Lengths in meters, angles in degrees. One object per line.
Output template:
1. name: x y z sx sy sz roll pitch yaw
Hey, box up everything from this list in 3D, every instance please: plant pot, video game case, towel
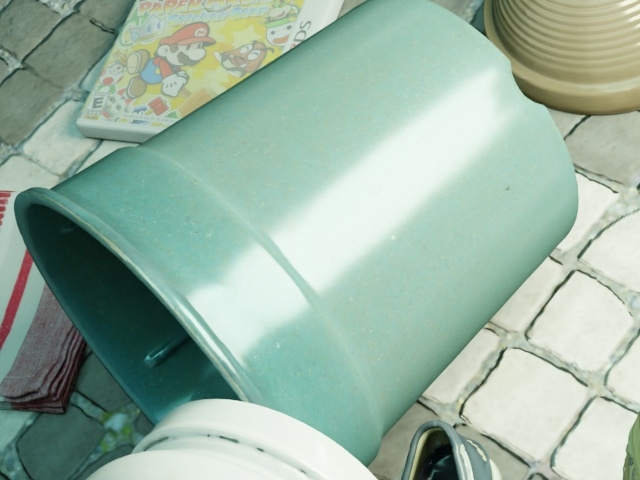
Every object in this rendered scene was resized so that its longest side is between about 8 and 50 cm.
1. plant pot: 0.257 -0.238 1.369 0.237 0.110 0.237 -9 55 14
2. plant pot: 0.000 0.000 1.182 0.334 0.341 0.341 -40 52 -18
3. video game case: -0.110 -0.182 1.522 0.227 0.026 0.206 7 60 25
4. towel: -0.357 0.048 1.453 0.329 0.037 0.237 0 56 21

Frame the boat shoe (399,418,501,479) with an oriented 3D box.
1. boat shoe: 0.081 0.254 1.106 0.095 0.079 0.254 -5 54 33

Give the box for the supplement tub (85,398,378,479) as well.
1. supplement tub: -0.097 0.279 0.924 0.235 0.235 0.325 9 43 26

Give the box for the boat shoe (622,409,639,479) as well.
1. boat shoe: 0.243 0.237 0.978 0.104 0.089 0.285 8 59 -5
